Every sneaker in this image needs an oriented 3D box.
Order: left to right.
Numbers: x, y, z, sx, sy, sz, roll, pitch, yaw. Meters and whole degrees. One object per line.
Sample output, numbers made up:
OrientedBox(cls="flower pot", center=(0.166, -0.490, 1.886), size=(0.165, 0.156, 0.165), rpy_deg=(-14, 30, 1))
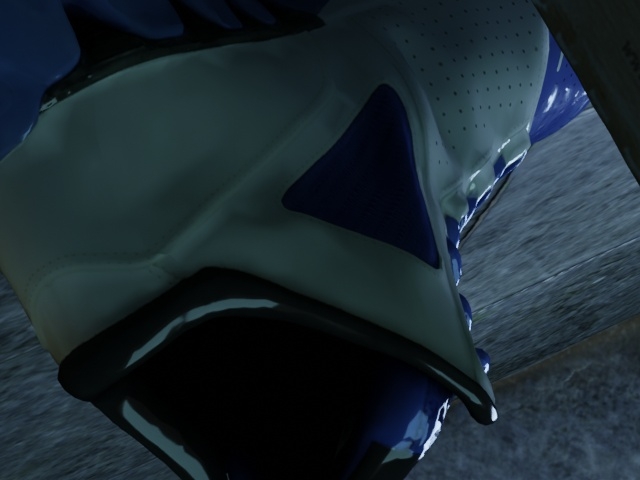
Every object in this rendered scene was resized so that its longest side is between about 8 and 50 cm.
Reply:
OrientedBox(cls="sneaker", center=(-0.001, 0.000, 0.636), size=(0.127, 0.182, 0.315), rpy_deg=(-34, 166, 34))

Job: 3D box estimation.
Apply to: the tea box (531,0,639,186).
OrientedBox(cls="tea box", center=(0.221, -0.048, 0.504), size=(0.220, 0.329, 0.323), rpy_deg=(-31, 172, 20))
